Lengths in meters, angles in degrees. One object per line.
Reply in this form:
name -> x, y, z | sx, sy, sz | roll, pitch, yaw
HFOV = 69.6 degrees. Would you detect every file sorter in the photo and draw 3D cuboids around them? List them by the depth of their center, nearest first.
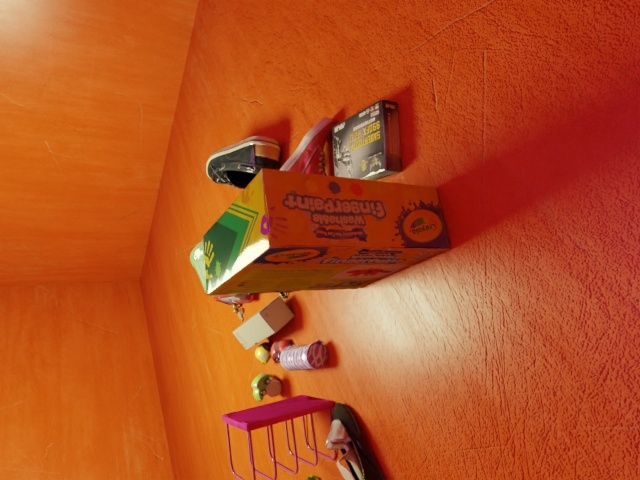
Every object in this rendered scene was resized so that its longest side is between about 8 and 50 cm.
file sorter -> -0.121, 0.603, 1.405 | 0.202, 0.290, 0.183 | -19, 77, 57

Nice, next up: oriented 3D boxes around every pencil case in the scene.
pencil case -> -0.056, 0.377, 1.499 | 0.206, 0.086, 0.088 | -23, 43, 55

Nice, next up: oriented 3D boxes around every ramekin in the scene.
ramekin -> -0.322, 0.089, 1.734 | 0.303, 0.303, 0.148 | -49, 57, 46

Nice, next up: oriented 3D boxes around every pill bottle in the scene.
pill bottle -> -0.199, 0.543, 1.739 | 0.116, 0.065, 0.065 | 5, 94, 58

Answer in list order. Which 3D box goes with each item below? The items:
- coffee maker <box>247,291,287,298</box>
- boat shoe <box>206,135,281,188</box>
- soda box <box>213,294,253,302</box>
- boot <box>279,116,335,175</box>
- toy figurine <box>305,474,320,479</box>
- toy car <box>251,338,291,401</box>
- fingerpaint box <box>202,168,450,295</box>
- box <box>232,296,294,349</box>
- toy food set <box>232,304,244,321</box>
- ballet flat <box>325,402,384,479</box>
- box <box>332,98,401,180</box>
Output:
coffee maker -> -0.180, 0.139, 1.605 | 0.120, 0.178, 0.172 | 35, 119, 54
boat shoe -> -0.326, -0.280, 1.844 | 0.500, 0.186, 0.156 | -7, 78, 53
soda box -> -0.370, 0.221, 1.980 | 0.263, 0.083, 0.092 | -17, 55, 58
boot -> 0.007, -0.238, 1.413 | 0.176, 0.088, 0.244 | 39, 101, 10
toy figurine -> -0.055, 0.924, 1.362 | 0.191, 0.217, 0.363 | -27, 68, 55
toy car -> -0.203, 0.468, 1.679 | 0.239, 0.053, 0.225 | -24, 44, 56
fingerpaint box -> 0.000, 0.000, 1.063 | 0.371, 0.444, 0.163 | -33, 61, 54
box -> -0.215, 0.310, 1.700 | 0.094, 0.113, 0.275 | 52, 142, 1
toy food set -> -0.370, 0.302, 2.060 | 0.122, 0.019, 0.078 | 35, 119, 53
ballet flat -> 0.079, 0.571, 1.261 | 0.280, 0.096, 0.095 | 54, 134, 44
box -> 0.118, -0.250, 1.240 | 0.231, 0.056, 0.183 | -9, 81, 58
